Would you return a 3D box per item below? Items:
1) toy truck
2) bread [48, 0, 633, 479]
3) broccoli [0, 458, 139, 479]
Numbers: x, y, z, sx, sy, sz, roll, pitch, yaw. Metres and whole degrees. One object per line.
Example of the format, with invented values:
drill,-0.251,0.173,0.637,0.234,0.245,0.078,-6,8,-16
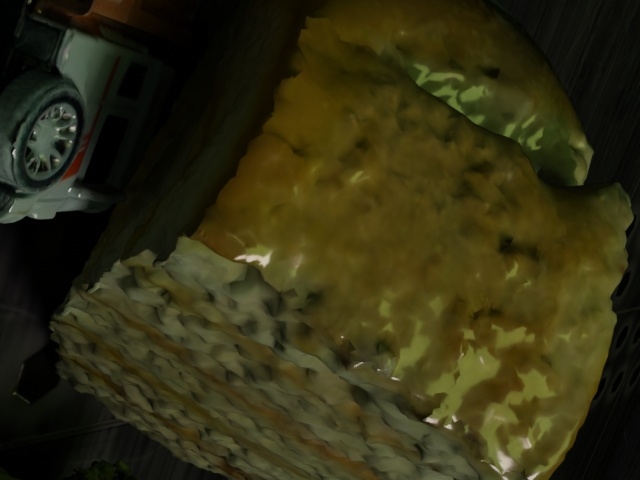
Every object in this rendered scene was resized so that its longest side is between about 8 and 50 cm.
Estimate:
toy truck,-0.119,-0.162,0.602,0.305,0.136,0.162,-69,161,5
bread,-0.001,-0.002,0.744,0.264,0.239,0.395,-64,-165,-21
broccoli,-0.190,0.217,0.772,0.176,0.198,0.226,36,48,-29
